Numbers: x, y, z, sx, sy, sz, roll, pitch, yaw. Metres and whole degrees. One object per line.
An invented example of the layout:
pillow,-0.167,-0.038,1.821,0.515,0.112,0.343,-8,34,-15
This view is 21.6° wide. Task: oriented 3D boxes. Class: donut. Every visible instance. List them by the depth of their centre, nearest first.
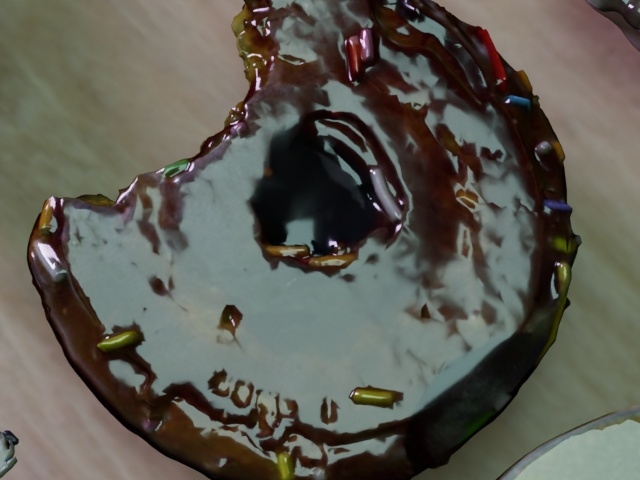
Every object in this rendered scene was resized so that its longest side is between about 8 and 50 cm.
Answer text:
donut,-0.001,0.001,0.732,0.216,0.096,0.230,28,75,3

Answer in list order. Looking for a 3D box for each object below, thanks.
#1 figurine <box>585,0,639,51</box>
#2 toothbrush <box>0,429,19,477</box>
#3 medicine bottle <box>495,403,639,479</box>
figurine,0.202,-0.137,0.774,0.229,0.112,0.137,-7,82,-17
toothbrush,-0.218,0.168,0.582,0.294,0.028,0.026,-42,79,-16
medicine bottle,0.093,0.155,0.574,0.151,0.322,0.151,0,75,-2
